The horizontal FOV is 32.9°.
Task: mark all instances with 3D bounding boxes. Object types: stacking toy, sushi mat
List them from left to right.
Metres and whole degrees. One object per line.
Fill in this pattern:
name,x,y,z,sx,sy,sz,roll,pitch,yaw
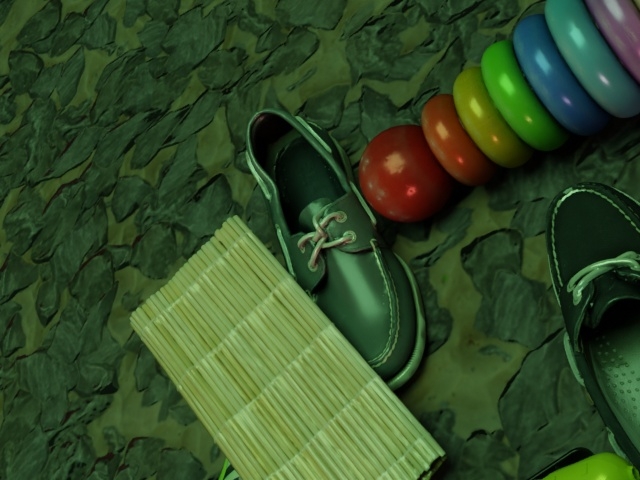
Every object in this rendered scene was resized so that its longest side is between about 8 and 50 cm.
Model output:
sushi mat,-0.040,0.126,0.942,0.151,0.019,0.316,-46,58,5
stacking toy,0.174,-0.117,0.937,0.330,0.141,0.141,-34,49,26

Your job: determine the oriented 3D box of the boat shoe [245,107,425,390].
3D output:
boat shoe,0.000,0.000,1.006,0.116,0.099,0.319,-32,50,15

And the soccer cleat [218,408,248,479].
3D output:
soccer cleat,-0.057,0.206,0.968,0.072,0.060,0.179,14,76,25

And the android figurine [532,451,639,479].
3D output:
android figurine,0.199,0.259,0.676,0.273,0.056,0.248,-35,66,34

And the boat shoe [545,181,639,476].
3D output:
boat shoe,0.234,0.062,0.797,0.114,0.091,0.302,-34,49,17

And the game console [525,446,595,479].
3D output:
game console,0.173,0.227,0.762,0.122,0.071,0.107,-38,48,15
